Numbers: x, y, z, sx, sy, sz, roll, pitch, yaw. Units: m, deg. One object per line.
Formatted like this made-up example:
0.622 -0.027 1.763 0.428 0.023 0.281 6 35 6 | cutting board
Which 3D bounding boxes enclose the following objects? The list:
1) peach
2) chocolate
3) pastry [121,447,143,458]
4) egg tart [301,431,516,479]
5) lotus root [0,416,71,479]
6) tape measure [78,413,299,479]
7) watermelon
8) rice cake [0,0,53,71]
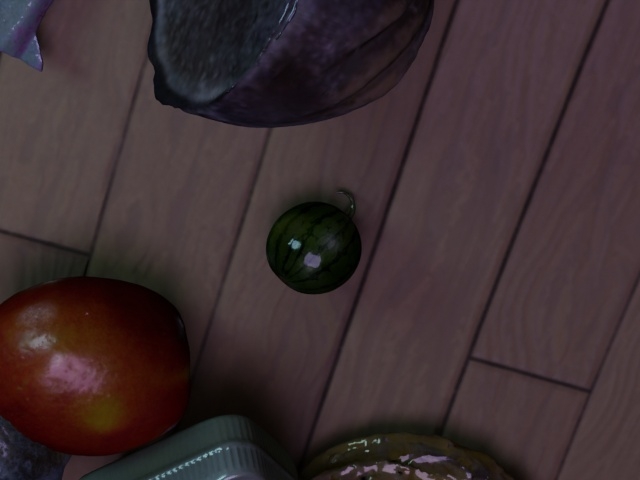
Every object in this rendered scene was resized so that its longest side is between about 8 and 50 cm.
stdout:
-0.252 0.131 2.012 0.226 0.196 0.190 -1 92 -14 | peach
-0.004 -0.234 1.798 0.213 0.303 0.303 19 118 -33 | chocolate
-0.187 0.284 2.163 0.109 0.057 0.097 -1 115 0 | pastry
0.095 0.380 2.160 0.352 0.150 0.352 2 118 4 | egg tart
-0.418 0.178 2.069 0.322 0.140 0.158 28 114 -10 | lotus root
-0.139 0.286 2.061 0.235 0.115 0.207 -25 143 14 | tape measure
-0.002 0.006 1.999 0.109 0.109 0.109 0 117 1 | watermelon
-0.242 -0.293 1.877 0.081 0.051 0.290 33 115 -5 | rice cake
